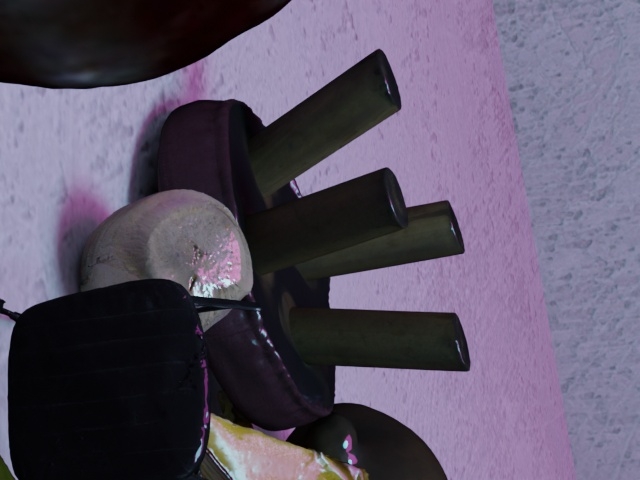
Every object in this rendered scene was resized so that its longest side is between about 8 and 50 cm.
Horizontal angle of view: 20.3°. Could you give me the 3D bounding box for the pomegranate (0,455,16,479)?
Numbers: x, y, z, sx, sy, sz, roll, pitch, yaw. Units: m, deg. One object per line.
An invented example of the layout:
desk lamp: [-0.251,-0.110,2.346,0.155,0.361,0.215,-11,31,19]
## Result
pomegranate: [-0.190,0.149,0.845,0.130,0.130,0.130,-8,90,-74]

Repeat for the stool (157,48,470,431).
stool: [0.000,0.000,1.392,0.272,0.178,0.272,-17,90,-76]

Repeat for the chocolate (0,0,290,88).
chocolate: [-0.143,-0.250,0.881,0.331,0.383,0.384,88,4,-59]

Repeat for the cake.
cake: [-0.053,0.194,1.311,0.185,0.079,0.116,21,72,-38]

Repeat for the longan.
longan: [0.028,0.216,1.481,0.185,0.159,0.204,-109,179,-46]

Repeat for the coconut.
coconut: [-0.110,0.023,1.214,0.124,0.110,0.110,-30,-124,59]

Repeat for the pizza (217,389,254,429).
pizza: [-0.065,0.199,1.395,0.099,0.035,0.160,-57,136,-66]

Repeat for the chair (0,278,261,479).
chair: [-0.133,0.087,1.030,0.221,0.145,0.140,36,48,-66]
